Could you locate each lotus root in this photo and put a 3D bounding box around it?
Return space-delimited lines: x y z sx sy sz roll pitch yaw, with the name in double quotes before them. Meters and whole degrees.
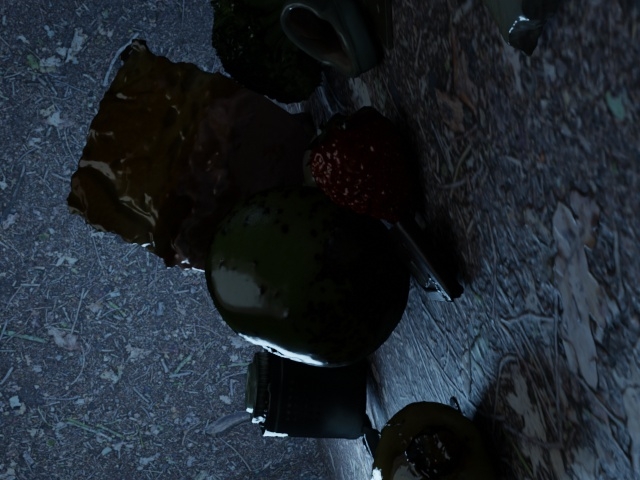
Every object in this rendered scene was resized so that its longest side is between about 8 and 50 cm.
"lotus root" 0.135 0.284 0.983 0.160 0.146 0.284 48 165 23

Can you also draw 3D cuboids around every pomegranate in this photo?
"pomegranate" 0.000 0.000 1.129 0.285 0.284 0.341 110 178 -76

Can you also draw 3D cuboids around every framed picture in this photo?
"framed picture" 0.065 -0.268 0.929 0.089 0.006 0.066 -113 11 -48

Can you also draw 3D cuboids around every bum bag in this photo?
"bum bag" 0.119 0.024 0.943 0.109 0.026 0.159 54 177 2

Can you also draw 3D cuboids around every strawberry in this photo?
"strawberry" 0.049 -0.083 0.968 0.131 0.131 0.148 -128 21 -71

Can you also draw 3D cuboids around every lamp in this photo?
"lamp" -0.027 0.331 1.723 0.205 0.272 0.374 -147 42 -81

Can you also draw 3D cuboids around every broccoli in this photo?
"broccoli" -0.086 -0.327 1.311 0.226 0.197 0.176 29 104 40

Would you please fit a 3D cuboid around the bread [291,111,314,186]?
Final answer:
"bread" -0.167 -0.136 1.606 0.155 0.338 0.187 158 100 -81

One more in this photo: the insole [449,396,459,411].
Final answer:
"insole" 0.192 0.273 1.060 0.045 0.002 0.135 124 131 -80

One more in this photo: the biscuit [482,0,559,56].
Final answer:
"biscuit" 0.109 -0.264 0.511 0.141 0.038 0.290 -116 14 -57

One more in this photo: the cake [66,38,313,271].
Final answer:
"cake" -0.198 -0.111 1.331 0.293 0.314 0.306 23 177 29

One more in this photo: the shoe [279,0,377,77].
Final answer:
"shoe" -0.004 -0.286 1.045 0.251 0.100 0.103 -117 13 -51
